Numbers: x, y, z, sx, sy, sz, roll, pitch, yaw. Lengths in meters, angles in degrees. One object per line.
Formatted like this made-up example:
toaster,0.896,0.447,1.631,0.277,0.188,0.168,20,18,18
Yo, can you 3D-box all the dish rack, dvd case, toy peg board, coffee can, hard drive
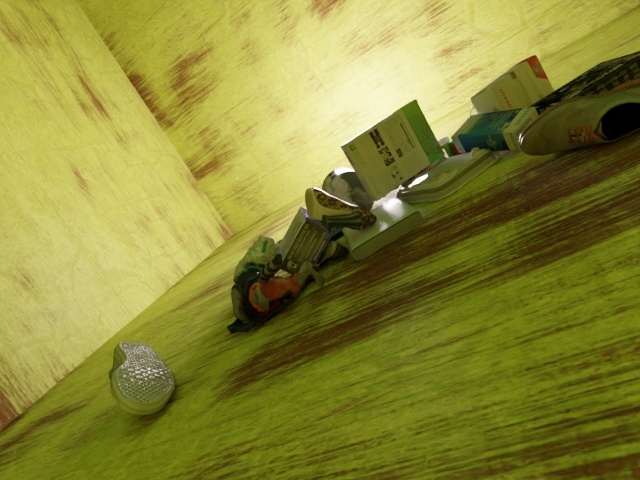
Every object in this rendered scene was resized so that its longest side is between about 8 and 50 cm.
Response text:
dish rack,0.423,-0.230,1.661,0.286,0.072,0.333,-34,12,-15
dvd case,0.000,0.000,1.926,0.180,0.022,0.253,-35,12,-12
toy peg board,0.568,-0.371,1.845,0.161,0.079,0.161,-40,13,-33
coffee can,0.114,-0.205,2.041,0.202,0.201,0.275,-31,12,3
hard drive,0.190,-0.048,1.556,0.233,0.047,0.353,-31,12,4

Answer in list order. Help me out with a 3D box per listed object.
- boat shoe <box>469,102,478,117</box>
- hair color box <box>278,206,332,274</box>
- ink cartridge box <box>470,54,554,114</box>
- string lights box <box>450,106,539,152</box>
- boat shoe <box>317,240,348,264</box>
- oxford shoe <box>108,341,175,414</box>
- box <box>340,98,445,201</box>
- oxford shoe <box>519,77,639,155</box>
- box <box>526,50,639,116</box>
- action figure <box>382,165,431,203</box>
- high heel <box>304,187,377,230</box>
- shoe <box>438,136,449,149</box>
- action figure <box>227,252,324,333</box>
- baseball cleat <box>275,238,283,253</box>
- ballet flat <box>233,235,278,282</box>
boat shoe,0.754,-0.600,2.131,0.367,0.156,0.136,-33,11,-8
hair color box,-0.061,0.001,1.677,0.185,0.110,0.339,-61,8,8
ink cartridge box,0.707,-0.509,1.731,0.283,0.207,0.117,-37,11,-24
string lights box,0.588,-0.370,1.610,0.133,0.076,0.260,-46,27,-17
boat shoe,0.036,0.048,1.569,0.206,0.065,0.075,149,138,-72
oxford shoe,-0.515,0.404,1.339,0.449,0.169,0.130,10,84,63
box,0.261,-0.320,1.694,0.322,0.232,0.058,-34,13,-11
oxford shoe,0.646,-0.284,1.162,0.348,0.123,0.130,-22,20,45
box,0.869,-0.486,1.539,0.322,0.079,0.257,-32,13,0
action figure,0.325,-0.255,1.852,0.280,0.091,0.139,-38,35,-8
high heel,0.059,-0.107,1.561,0.186,0.093,0.261,-1,30,-23
shoe,0.470,-0.345,1.947,0.178,0.081,0.063,-35,11,37
action figure,-0.133,0.116,1.384,0.341,0.178,0.330,-35,12,-33
baseball cleat,-0.179,0.061,2.076,0.110,0.072,0.206,0,36,45
ballet flat,-0.219,0.079,1.684,0.147,0.147,0.409,-37,-1,-24
